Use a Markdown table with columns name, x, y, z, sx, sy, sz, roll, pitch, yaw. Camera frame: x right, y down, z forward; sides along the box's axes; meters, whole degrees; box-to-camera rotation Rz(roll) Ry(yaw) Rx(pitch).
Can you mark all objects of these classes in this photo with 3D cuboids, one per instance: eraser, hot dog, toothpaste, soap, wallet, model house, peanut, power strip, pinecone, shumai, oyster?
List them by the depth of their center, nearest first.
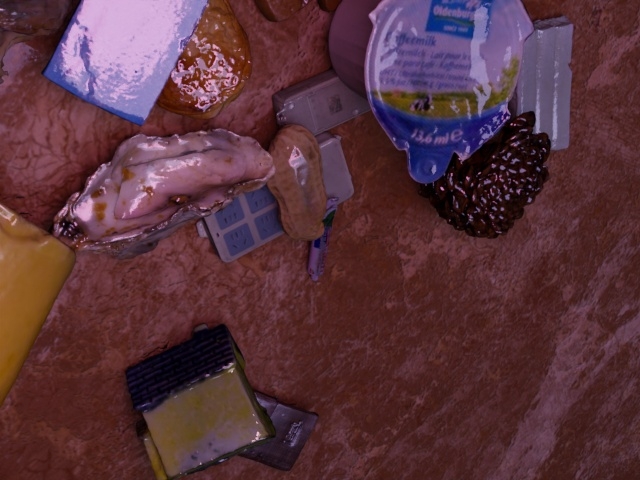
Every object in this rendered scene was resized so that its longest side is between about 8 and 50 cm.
| name | x | y | z | sx | sy | sz | roll | pitch | yaw |
| --- | --- | --- | --- | --- | --- | --- | --- | --- | --- |
| shumai | -0.414 | -0.288 | 1.305 | 0.209 | 0.161 | 0.153 | -15 | 146 | -47 |
| eraser | -0.217 | -0.310 | 1.326 | 0.144 | 0.042 | 0.312 | 27 | 95 | -21 |
| soap | -0.523 | 0.132 | 1.354 | 0.306 | 0.115 | 0.427 | 42 | 73 | -39 |
| hot dog | -0.198 | -0.290 | 1.422 | 0.175 | 0.114 | 0.259 | -31 | 110 | -9 |
| oyster | -0.239 | -0.061 | 1.508 | 0.341 | 0.110 | 0.166 | -38 | 89 | -8 |
| peanut | -0.036 | -0.081 | 1.577 | 0.093 | 0.083 | 0.194 | -15 | 121 | -16 |
| power strip | 0.047 | -0.232 | 1.624 | 0.272 | 0.052 | 0.078 | -26 | 124 | -16 |
| power strip | -0.067 | -0.070 | 1.647 | 0.270 | 0.046 | 0.118 | -29 | 124 | -14 |
| model house | -0.199 | 0.255 | 1.685 | 0.193 | 0.170 | 0.212 | -25 | 80 | 1 |
| pinecone | 0.250 | -0.117 | 1.702 | 0.221 | 0.221 | 0.222 | -12 | 119 | -23 |
| toothpaste | 0.000 | 0.000 | 1.705 | 0.045 | 0.028 | 0.170 | -16 | 137 | -26 |
| wallet | -0.122 | 0.313 | 1.805 | 0.230 | 0.042 | 0.124 | 25 | 98 | -26 |

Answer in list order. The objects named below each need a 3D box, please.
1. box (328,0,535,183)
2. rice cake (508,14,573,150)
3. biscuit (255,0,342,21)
| name | x | y | z | sx | sy | sz | roll | pitch | yaw |
| --- | --- | --- | --- | --- | --- | --- | --- | --- | --- |
| box | 0.133 | -0.250 | 1.506 | 0.262 | 0.206 | 0.291 | -4 | 112 | -25 |
| rice cake | 0.373 | -0.257 | 1.792 | 0.127 | 0.043 | 0.237 | -14 | 120 | -21 |
| biscuit | 0.024 | -0.435 | 1.514 | 0.301 | 0.043 | 0.278 | 5 | 111 | -33 |
